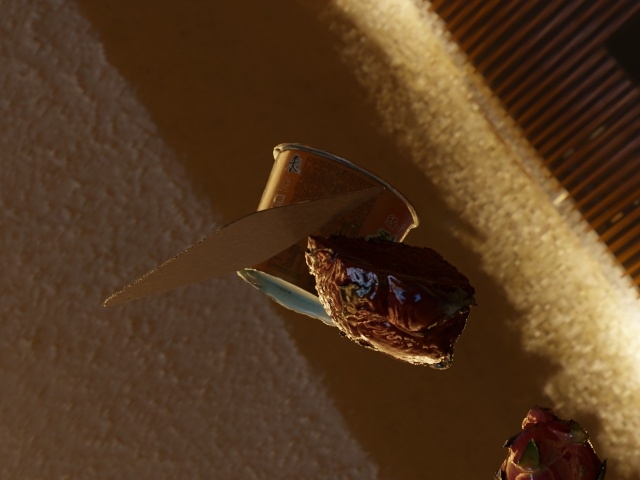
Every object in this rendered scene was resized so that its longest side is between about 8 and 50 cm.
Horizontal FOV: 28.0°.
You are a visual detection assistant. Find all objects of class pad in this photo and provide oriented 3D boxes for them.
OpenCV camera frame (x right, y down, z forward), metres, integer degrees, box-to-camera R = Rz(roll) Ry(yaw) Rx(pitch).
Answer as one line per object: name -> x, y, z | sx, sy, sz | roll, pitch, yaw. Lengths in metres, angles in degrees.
pad -> -0.060, 0.002, 1.122 | 0.266, 0.176, 0.002 | -14, -104, -61

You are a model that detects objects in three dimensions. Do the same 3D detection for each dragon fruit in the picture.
dragon fruit -> 0.179, 0.195, 1.020 | 0.086, 0.081, 0.116 | 34, -111, -28
dragon fruit -> 0.059, 0.067, 1.297 | 0.161, 0.121, 0.127 | 12, -165, -17

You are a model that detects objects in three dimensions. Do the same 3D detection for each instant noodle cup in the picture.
instant noodle cup -> 0.000, 0.000, 1.771 | 0.230, 0.230, 0.182 | 30, -105, -15
